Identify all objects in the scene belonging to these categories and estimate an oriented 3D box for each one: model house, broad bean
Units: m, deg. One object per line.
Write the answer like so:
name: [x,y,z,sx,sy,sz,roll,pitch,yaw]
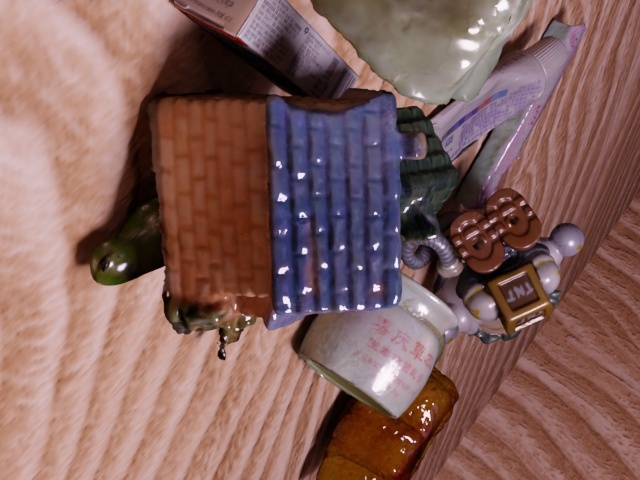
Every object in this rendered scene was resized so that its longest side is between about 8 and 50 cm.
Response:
model house: [0.007,-0.028,0.738,0.183,0.172,0.166,-19,106,-58]
broad bean: [-0.082,0.009,0.856,0.144,0.049,0.292,-59,161,-7]

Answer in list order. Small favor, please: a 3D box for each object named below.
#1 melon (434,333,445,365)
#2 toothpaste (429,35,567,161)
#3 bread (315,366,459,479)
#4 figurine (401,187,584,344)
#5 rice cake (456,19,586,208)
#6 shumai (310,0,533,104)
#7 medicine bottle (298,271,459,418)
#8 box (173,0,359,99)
melon: [0.104,0.126,1.414,0.114,0.114,0.167,-61,159,9]
toothpaste: [0.197,-0.161,1.301,0.282,0.068,0.099,-38,124,-26]
bread: [0.102,0.273,1.603,0.246,0.135,0.232,-63,165,17]
figurine: [0.254,0.045,1.522,0.261,0.186,0.382,-20,165,2]
rice cake: [0.278,-0.169,1.487,0.290,0.051,0.081,-62,161,11]
shumai: [0.136,-0.234,0.608,0.330,0.292,0.288,-33,139,-4]
medicine bottle: [0.067,0.109,1.241,0.143,0.147,0.147,-56,161,-10]
box: [-0.030,-0.136,0.755,0.039,0.055,0.218,-61,161,2]
